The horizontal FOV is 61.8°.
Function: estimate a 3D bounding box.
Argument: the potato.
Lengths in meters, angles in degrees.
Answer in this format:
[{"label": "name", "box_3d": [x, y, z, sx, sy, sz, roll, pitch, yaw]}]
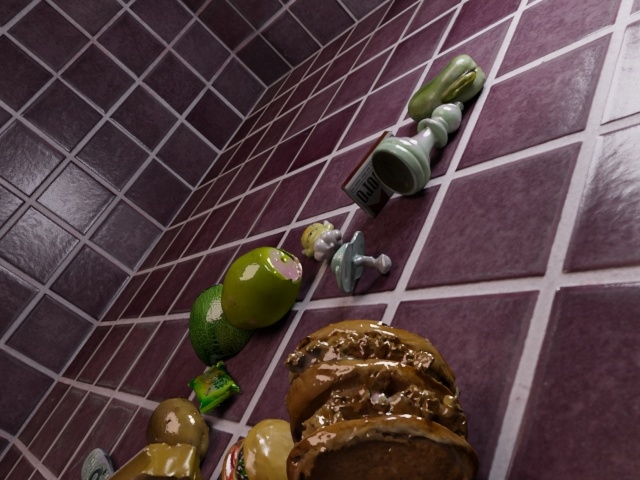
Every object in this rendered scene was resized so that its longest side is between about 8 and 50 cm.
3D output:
[{"label": "potato", "box_3d": [-0.310, 0.417, 1.164, 0.137, 0.137, 0.176, -54, 26, -12]}]

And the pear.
[{"label": "pear", "box_3d": [-0.151, 0.118, 1.286, 0.220, 0.187, 0.187, -46, 22, 31]}]

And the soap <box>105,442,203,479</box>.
[{"label": "soap", "box_3d": [-0.323, 0.491, 1.026, 0.257, 0.160, 0.080, -42, 26, 17]}]

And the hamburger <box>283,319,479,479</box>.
[{"label": "hamburger", "box_3d": [0.062, 0.223, 0.652, 0.245, 0.260, 0.211, -44, 19, 28]}]

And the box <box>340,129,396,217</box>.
[{"label": "box", "box_3d": [0.141, -0.157, 1.269, 0.177, 0.115, 0.036, -52, 30, -7]}]

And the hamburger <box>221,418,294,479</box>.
[{"label": "hamburger", "box_3d": [-0.069, 0.356, 0.812, 0.115, 0.162, 0.162, -44, 23, 23]}]

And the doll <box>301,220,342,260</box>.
[{"label": "doll", "box_3d": [0.000, 0.000, 1.340, 0.106, 0.062, 0.162, -55, 25, -3]}]

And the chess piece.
[{"label": "chess piece", "box_3d": [0.245, -0.236, 1.224, 0.272, 0.139, 0.139, -47, 21, -22]}]

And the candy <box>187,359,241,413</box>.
[{"label": "candy", "box_3d": [-0.253, 0.340, 1.254, 0.102, 0.032, 0.178, -25, 16, -18]}]

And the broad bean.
[{"label": "broad bean", "box_3d": [0.309, -0.371, 1.344, 0.169, 0.100, 0.228, -46, 10, -15]}]

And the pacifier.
[{"label": "pacifier", "box_3d": [0.087, 0.052, 1.094, 0.116, 0.127, 0.150, 8, 19, 19]}]

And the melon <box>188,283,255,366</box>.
[{"label": "melon", "box_3d": [-0.275, 0.223, 1.401, 0.265, 0.129, 0.169, -34, 31, 29]}]

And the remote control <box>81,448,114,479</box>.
[{"label": "remote control", "box_3d": [-0.583, 0.628, 1.414, 0.097, 0.045, 0.256, -55, 28, -13]}]
